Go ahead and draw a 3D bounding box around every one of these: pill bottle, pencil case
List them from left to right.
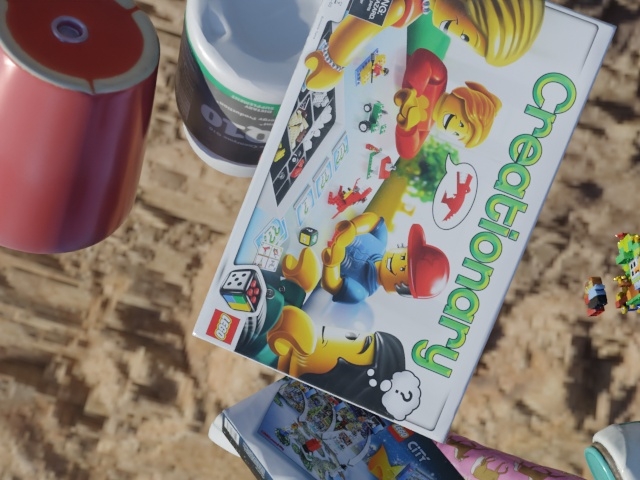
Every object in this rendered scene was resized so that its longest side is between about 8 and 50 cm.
[{"bbox_3d":[-0.073,-0.208,1.527,0.204,0.204,0.361,15,165,-5],"label":"pill bottle"},{"bbox_3d":[0.305,0.425,2.068,0.386,0.160,0.167,13,117,45],"label":"pencil case"}]

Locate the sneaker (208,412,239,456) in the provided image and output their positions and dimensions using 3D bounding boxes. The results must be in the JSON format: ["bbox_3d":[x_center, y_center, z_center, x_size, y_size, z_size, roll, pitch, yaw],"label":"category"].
[{"bbox_3d":[-0.036,0.263,1.895,0.292,0.169,0.108,13,-173,32],"label":"sneaker"}]

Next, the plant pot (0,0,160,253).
[{"bbox_3d":[-0.314,-0.164,1.461,0.274,0.275,0.243,18,137,-12],"label":"plant pot"}]

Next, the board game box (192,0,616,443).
[{"bbox_3d":[0.056,-0.038,0.868,0.193,0.305,0.053,22,-175,8],"label":"board game box"}]

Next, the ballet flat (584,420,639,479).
[{"bbox_3d":[0.455,0.398,1.506,0.139,0.400,0.139,-23,178,-1],"label":"ballet flat"}]

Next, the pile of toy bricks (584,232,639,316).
[{"bbox_3d":[0.452,0.035,1.806,0.118,0.105,0.212,-2,162,-12],"label":"pile of toy bricks"}]

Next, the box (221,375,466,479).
[{"bbox_3d":[0.031,0.226,1.238,0.233,0.159,0.044,49,151,29],"label":"box"}]

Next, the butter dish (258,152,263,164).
[{"bbox_3d":[0.000,0.000,1.334,0.159,0.160,0.118,7,141,-17],"label":"butter dish"}]
